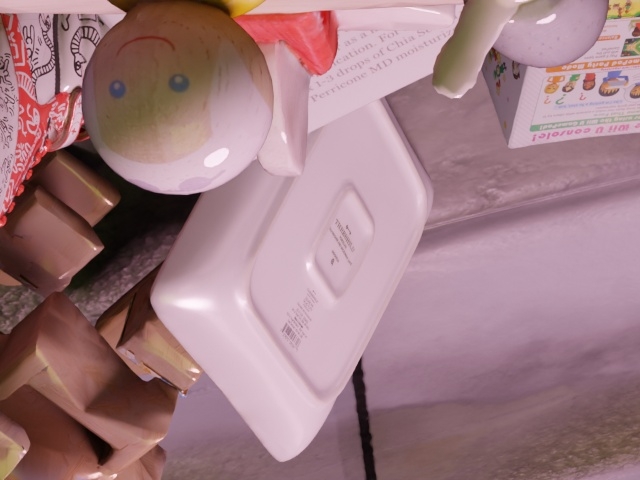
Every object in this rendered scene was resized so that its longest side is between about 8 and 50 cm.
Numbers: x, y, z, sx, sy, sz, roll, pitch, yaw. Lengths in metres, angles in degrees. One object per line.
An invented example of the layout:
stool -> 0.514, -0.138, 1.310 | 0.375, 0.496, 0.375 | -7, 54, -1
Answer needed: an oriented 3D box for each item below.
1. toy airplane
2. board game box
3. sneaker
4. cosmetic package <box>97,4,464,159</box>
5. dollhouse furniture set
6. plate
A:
toy airplane -> -0.054, -0.131, 0.883 | 0.384, 0.272, 0.386 | 24, 146, -27
board game box -> 0.253, -0.209, 1.321 | 0.224, 0.097, 0.303 | -6, 141, -12
sneaker -> -0.203, -0.065, 1.209 | 0.090, 0.270, 0.145 | -8, 162, 39
cosmetic package -> -0.069, -0.258, 1.077 | 0.230, 0.161, 0.453 | -25, 143, 11
dollhouse furniture set -> -0.297, 0.104, 1.322 | 0.394, 0.362, 0.256 | 39, 122, -19
plate -> 0.000, 0.000, 1.380 | 0.045, 0.278, 0.277 | 16, 156, 29
